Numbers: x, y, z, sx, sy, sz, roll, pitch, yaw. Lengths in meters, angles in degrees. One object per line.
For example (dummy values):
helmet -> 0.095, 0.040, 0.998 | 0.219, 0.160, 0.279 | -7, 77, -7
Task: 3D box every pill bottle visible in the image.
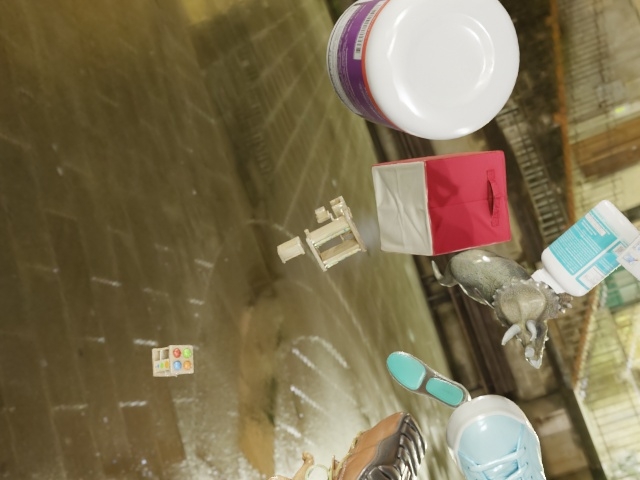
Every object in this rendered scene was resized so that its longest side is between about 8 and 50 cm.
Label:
pill bottle -> 0.648, 0.036, 2.043 | 0.146, 0.264, 0.146 | 42, 17, -16
pill bottle -> 0.113, -0.233, 1.072 | 0.323, 0.181, 0.181 | -131, -163, -73

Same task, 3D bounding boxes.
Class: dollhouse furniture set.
dollhouse furniture set -> 0.000, 0.000, 1.960 | 0.101, 0.182, 0.161 | 62, 7, -23

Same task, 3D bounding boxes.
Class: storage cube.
storage cube -> 0.236, -0.074, 1.650 | 0.215, 0.193, 0.184 | 5, -77, 60

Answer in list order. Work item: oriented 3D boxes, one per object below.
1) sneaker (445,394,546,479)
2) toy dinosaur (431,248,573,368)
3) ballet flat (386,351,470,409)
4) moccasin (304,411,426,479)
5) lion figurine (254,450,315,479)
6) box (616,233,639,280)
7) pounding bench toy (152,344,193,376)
sneaker -> 0.298, 0.387, 1.251 | 0.366, 0.135, 0.150 | 63, 0, -33
toy dinosaur -> 0.263, 0.065, 1.211 | 0.160, 0.121, 0.313 | 41, 5, -40
ballet flat -> 0.242, 0.321, 1.867 | 0.213, 0.072, 0.068 | 27, -7, 32
moccasin -> 0.068, 0.400, 1.360 | 0.139, 0.147, 0.380 | 61, 21, -10
lion figurine -> -0.012, 0.693, 2.095 | 0.240, 0.392, 0.142 | -60, 175, -20
box -> 0.756, -0.007, 1.794 | 0.103, 0.203, 0.114 | 44, 45, 15
pounding bench toy -> -0.263, 0.226, 1.566 | 0.083, 0.065, 0.052 | 9, 72, -47
